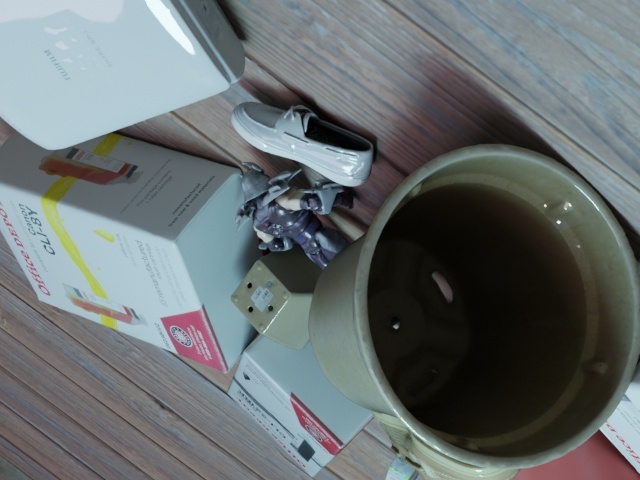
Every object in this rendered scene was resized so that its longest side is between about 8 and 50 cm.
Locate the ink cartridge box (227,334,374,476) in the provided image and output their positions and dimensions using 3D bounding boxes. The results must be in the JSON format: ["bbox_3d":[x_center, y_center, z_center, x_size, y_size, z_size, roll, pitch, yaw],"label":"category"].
[{"bbox_3d":[-0.024,0.228,1.936,0.197,0.114,0.273,44,161,7],"label":"ink cartridge box"}]

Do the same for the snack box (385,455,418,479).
[{"bbox_3d":[0.144,0.303,1.906,0.037,0.141,0.100,29,150,14],"label":"snack box"}]

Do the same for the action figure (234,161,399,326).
[{"bbox_3d":[0.000,0.000,1.681,0.285,0.099,0.185,44,157,-6],"label":"action figure"}]

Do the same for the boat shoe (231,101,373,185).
[{"bbox_3d":[-0.020,-0.128,1.550,0.184,0.066,0.063,31,136,14],"label":"boat shoe"}]

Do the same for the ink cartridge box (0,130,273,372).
[{"bbox_3d":[-0.277,-0.001,1.886,0.384,0.160,0.279,17,143,30],"label":"ink cartridge box"}]

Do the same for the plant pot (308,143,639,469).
[{"bbox_3d":[0.136,0.083,1.471,0.334,0.334,0.305,43,161,-11],"label":"plant pot"}]

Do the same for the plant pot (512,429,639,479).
[{"bbox_3d":[0.325,0.356,1.635,0.275,0.274,0.243,-24,76,57],"label":"plant pot"}]

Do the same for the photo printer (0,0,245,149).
[{"bbox_3d":[-0.278,-0.239,1.487,0.307,0.107,0.256,-16,131,22],"label":"photo printer"}]

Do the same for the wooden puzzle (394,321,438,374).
[{"bbox_3d":[0.215,0.189,1.760,0.220,0.044,0.239,14,149,21],"label":"wooden puzzle"}]

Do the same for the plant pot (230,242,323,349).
[{"bbox_3d":[-0.055,0.076,1.762,0.109,0.109,0.096,46,-159,26],"label":"plant pot"}]

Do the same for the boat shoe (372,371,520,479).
[{"bbox_3d":[0.165,0.249,1.620,0.110,0.121,0.341,70,167,-14],"label":"boat shoe"}]

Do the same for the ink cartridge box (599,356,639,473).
[{"bbox_3d":[0.420,0.184,1.426,0.198,0.115,0.273,47,162,-18],"label":"ink cartridge box"}]
